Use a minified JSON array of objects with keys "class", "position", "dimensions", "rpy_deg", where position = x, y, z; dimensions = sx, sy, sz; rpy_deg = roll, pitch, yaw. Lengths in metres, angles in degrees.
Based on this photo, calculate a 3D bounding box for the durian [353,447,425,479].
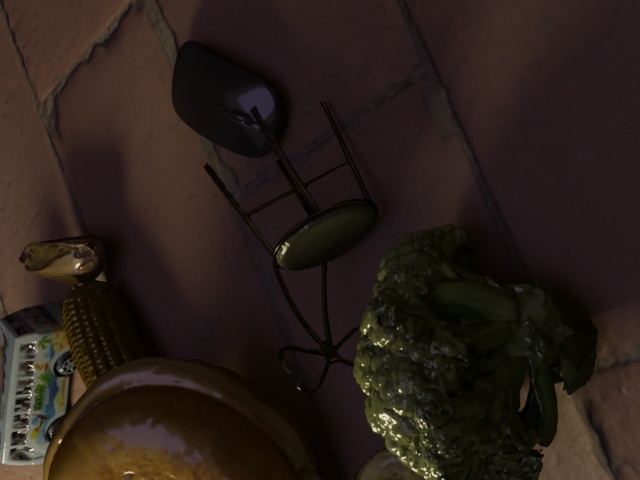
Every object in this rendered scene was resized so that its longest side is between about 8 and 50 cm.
[{"class":"durian","position":[0.099,0.294,1.103],"dimensions":[0.130,0.066,0.052],"rpy_deg":[-11,92,35]}]

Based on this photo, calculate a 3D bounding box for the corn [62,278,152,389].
[{"class":"corn","position":[-0.338,0.228,1.462],"dimensions":[0.131,0.131,0.344],"rpy_deg":[-47,66,39]}]

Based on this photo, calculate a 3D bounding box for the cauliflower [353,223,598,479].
[{"class":"cauliflower","position":[0.165,0.124,0.906],"dimensions":[0.250,0.272,0.275],"rpy_deg":[-19,102,14]}]

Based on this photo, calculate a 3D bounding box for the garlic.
[{"class":"garlic","position":[-0.435,0.033,1.524],"dimensions":[0.196,0.101,0.087],"rpy_deg":[-2,83,40]}]

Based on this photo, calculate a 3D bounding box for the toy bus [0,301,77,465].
[{"class":"toy bus","position":[-0.560,0.289,1.680],"dimensions":[0.109,0.136,0.329],"rpy_deg":[32,119,37]}]

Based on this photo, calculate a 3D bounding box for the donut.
[{"class":"donut","position":[-0.202,0.369,1.242],"dimensions":[0.449,0.198,0.448],"rpy_deg":[6,111,15]}]

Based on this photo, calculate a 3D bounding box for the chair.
[{"class":"chair","position":[0.000,0.000,1.071],"dimensions":[0.170,0.160,0.325],"rpy_deg":[-46,64,41]}]

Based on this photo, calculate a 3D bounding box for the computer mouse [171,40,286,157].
[{"class":"computer mouse","position":[-0.143,-0.201,1.224],"dimensions":[0.232,0.057,0.120],"rpy_deg":[35,122,34]}]
